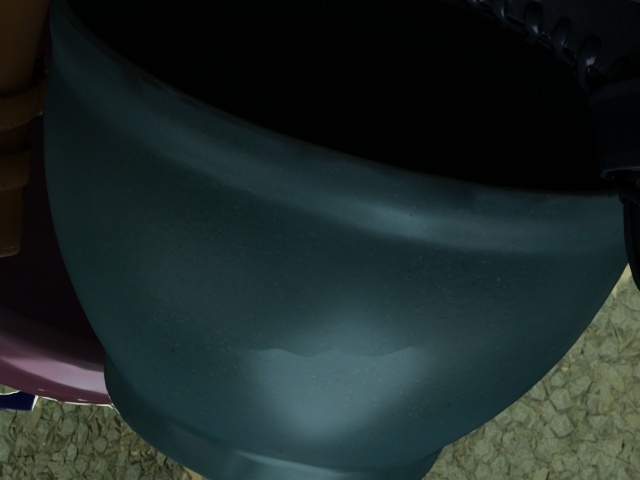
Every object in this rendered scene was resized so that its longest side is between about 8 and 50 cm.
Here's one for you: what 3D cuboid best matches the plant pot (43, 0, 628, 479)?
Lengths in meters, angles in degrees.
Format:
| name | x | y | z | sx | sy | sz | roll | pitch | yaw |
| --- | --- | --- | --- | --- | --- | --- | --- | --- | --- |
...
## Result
| name | x | y | z | sx | sy | sz | roll | pitch | yaw |
| --- | --- | --- | --- | --- | --- | --- | --- | --- | --- |
| plant pot | 0.000 | 0.000 | 0.731 | 0.293 | 0.196 | 0.293 | 14 | -158 | -6 |

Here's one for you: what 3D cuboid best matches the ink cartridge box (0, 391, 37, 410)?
| name | x | y | z | sx | sy | sz | roll | pitch | yaw |
| --- | --- | --- | --- | --- | --- | --- | --- | --- | --- |
| ink cartridge box | -0.353 | -0.002 | 1.820 | 0.270 | 0.395 | 0.151 | 2 | -178 | 23 |

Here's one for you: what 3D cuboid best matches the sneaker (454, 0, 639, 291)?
| name | x | y | z | sx | sy | sz | roll | pitch | yaw |
| --- | --- | --- | --- | --- | --- | --- | --- | --- | --- |
| sneaker | 0.087 | -0.061 | 0.551 | 0.226 | 0.163 | 0.086 | 4 | -176 | 12 |

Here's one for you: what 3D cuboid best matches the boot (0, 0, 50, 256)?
| name | x | y | z | sx | sy | sz | roll | pitch | yaw |
| --- | --- | --- | --- | --- | --- | --- | --- | --- | --- |
| boot | -0.113 | -0.070 | 0.529 | 0.073 | 0.152 | 0.197 | 1 | -178 | -26 |

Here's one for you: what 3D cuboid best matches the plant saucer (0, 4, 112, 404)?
| name | x | y | z | sx | sy | sz | roll | pitch | yaw |
| --- | --- | --- | --- | --- | --- | --- | --- | --- | --- |
| plant saucer | -0.150 | -0.022 | 0.920 | 0.332 | 0.084 | 0.332 | 20 | -143 | -16 |

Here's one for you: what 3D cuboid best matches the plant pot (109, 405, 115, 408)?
| name | x | y | z | sx | sy | sz | roll | pitch | yaw |
| --- | --- | --- | --- | --- | --- | --- | --- | --- | --- |
| plant pot | -0.017 | -0.018 | 1.284 | 0.334 | 0.305 | 0.334 | 2 | -178 | 0 |
